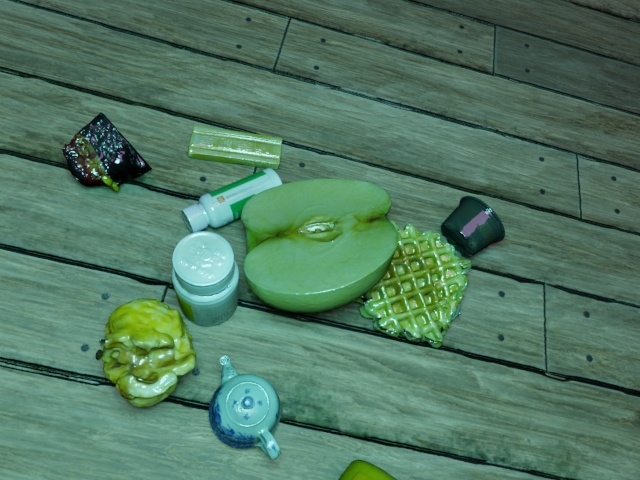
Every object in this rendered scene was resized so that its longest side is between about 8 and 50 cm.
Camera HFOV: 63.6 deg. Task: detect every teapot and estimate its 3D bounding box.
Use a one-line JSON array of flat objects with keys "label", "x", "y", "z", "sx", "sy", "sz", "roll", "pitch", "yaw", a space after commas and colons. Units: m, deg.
[{"label": "teapot", "x": -0.155, "y": 0.356, "z": 1.093, "sx": 0.159, "sy": 0.159, "sz": 0.231, "roll": -27, "pitch": 73, "yaw": -22}]

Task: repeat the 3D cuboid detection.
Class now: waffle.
[{"label": "waffle", "x": 0.231, "y": 0.106, "z": 1.335, "sx": 0.298, "sy": 0.073, "sz": 0.317, "roll": 28, "pitch": 65, "yaw": 1}]

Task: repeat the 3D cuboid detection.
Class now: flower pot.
[{"label": "flower pot", "x": 0.402, "y": -0.030, "z": 1.400, "sx": 0.107, "sy": 0.157, "sz": 0.157, "roll": -37, "pitch": 76, "yaw": -10}]

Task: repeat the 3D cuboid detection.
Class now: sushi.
[{"label": "sushi", "x": -0.544, "y": -0.204, "z": 1.287, "sx": 0.150, "sy": 0.153, "sz": 0.172, "roll": -41, "pitch": 100, "yaw": -7}]

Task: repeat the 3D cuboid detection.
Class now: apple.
[{"label": "apple", "x": 0.000, "y": 0.000, "z": 1.208, "sx": 0.361, "sy": 0.311, "sz": 0.319, "roll": -8, "pitch": 89, "yaw": -2}]

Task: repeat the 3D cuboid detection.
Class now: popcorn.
[{"label": "popcorn", "x": -0.366, "y": 0.238, "z": 1.087, "sx": 0.192, "sy": 0.190, "sz": 0.253, "roll": 16, "pitch": 22, "yaw": -17}]

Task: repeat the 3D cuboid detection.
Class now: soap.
[{"label": "soap", "x": -0.236, "y": -0.257, "z": 1.433, "sx": 0.252, "sy": 0.037, "sz": 0.092, "roll": 7, "pitch": 63, "yaw": -8}]

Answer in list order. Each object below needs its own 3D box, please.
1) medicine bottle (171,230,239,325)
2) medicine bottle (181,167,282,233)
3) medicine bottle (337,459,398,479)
[{"label": "medicine bottle", "x": -0.250, "y": 0.089, "z": 1.139, "sx": 0.144, "sy": 0.258, "sz": 0.143, "roll": 4, "pitch": 64, "yaw": -9}, {"label": "medicine bottle", "x": -0.224, "y": -0.100, "z": 1.328, "sx": 0.260, "sy": 0.095, "sz": 0.095, "roll": -25, "pitch": 72, "yaw": -22}, {"label": "medicine bottle", "x": 0.040, "y": 0.632, "z": 0.956, "sx": 0.224, "sy": 0.224, "sz": 0.384, "roll": 40, "pitch": 63, "yaw": 9}]
